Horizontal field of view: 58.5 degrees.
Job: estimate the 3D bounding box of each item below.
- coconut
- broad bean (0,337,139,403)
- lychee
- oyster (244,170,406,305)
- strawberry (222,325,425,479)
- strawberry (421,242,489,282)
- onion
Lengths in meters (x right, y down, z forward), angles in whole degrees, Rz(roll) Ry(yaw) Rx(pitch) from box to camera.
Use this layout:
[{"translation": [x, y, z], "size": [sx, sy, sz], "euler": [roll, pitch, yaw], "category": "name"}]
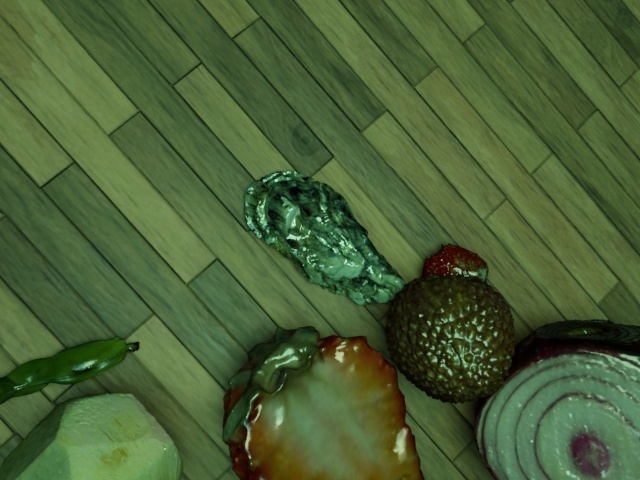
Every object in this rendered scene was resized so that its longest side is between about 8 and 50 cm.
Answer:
[{"translation": [-0.283, 0.313, 0.714], "size": [0.236, 0.237, 0.198], "euler": [21, 104, -8], "category": "coconut"}, {"translation": [-0.362, 0.179, 0.803], "size": [0.213, 0.070, 0.048], "euler": [-20, 106, -21], "category": "broad bean"}, {"translation": [0.187, 0.138, 0.810], "size": [0.194, 0.194, 0.195], "euler": [1, 85, -11], "category": "lychee"}, {"translation": [-0.001, 0.001, 0.888], "size": [0.199, 0.087, 0.252], "euler": [-16, 77, -15], "category": "oyster"}, {"translation": [0.002, 0.287, 0.827], "size": [0.265, 0.149, 0.336], "euler": [-46, 106, -29], "category": "strawberry"}, {"translation": [0.214, 0.054, 0.907], "size": [0.106, 0.106, 0.106], "euler": [1, 85, -11], "category": "strawberry"}, {"translation": [0.405, 0.248, 0.841], "size": [0.336, 0.260, 0.282], "euler": [-16, 90, 27], "category": "onion"}]
